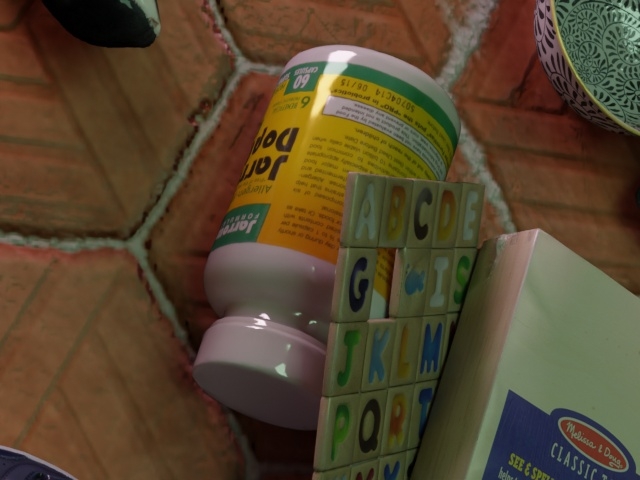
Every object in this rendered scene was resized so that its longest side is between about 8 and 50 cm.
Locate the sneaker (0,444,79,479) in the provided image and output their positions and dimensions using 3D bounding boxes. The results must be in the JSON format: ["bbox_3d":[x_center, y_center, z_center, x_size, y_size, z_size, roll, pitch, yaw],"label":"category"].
[{"bbox_3d":[-0.094,0.178,0.985,0.282,0.153,0.099,35,62,-19],"label":"sneaker"}]

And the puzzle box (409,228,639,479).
[{"bbox_3d":[0.219,0.204,1.192,0.409,0.052,0.272,34,63,-30],"label":"puzzle box"}]

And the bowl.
[{"bbox_3d":[0.203,-0.138,1.290,0.170,0.080,0.170,8,74,-29],"label":"bowl"}]

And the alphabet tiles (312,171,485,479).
[{"bbox_3d":[0.055,0.063,1.095,0.237,0.009,0.198,1,96,-65],"label":"alphabet tiles"}]

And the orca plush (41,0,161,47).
[{"bbox_3d":[-0.168,-0.237,1.083,0.102,0.151,0.287,-13,87,-1],"label":"orca plush"}]

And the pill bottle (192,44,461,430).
[{"bbox_3d":[0.000,0.000,1.110,0.117,0.117,0.208,30,65,-21],"label":"pill bottle"}]

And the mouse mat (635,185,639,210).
[{"bbox_3d":[0.316,0.000,1.332,0.190,0.007,0.152,48,50,0],"label":"mouse mat"}]
